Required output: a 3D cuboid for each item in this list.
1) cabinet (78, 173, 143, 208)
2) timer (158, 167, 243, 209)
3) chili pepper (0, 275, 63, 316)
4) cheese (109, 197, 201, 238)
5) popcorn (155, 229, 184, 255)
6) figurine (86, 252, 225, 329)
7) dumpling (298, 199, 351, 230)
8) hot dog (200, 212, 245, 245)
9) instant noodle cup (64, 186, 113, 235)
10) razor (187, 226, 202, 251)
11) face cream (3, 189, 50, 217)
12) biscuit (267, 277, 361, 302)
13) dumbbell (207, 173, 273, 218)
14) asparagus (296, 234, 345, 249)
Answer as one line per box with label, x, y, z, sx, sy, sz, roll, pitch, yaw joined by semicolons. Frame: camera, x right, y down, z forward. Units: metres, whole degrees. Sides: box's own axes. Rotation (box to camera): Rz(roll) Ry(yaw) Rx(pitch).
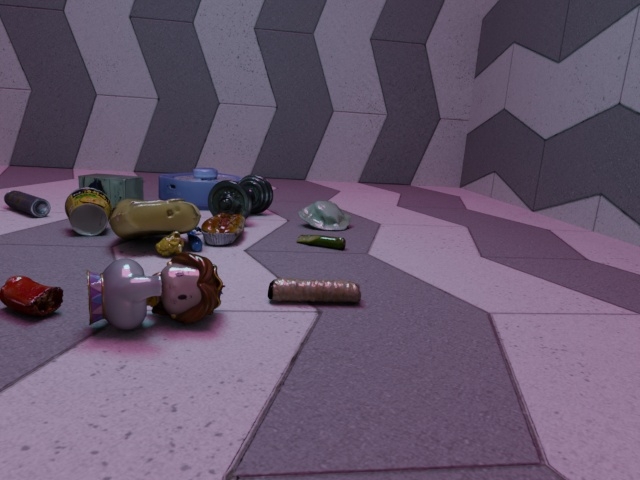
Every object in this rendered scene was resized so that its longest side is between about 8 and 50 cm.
cabinet;-0.863;-0.193;1.959;0.206;0.145;0.150;5;14;6
timer;-0.533;-0.253;2.242;0.395;0.173;0.395;4;13;-1
chili pepper;-0.583;0.111;0.954;0.123;0.073;0.070;13;-26;25
cheese;-0.535;-0.064;1.500;0.260;0.128;0.316;4;-2;-33
popcorn;-0.433;0.021;1.399;0.084;0.084;0.084;4;14;-1
figurine;-0.312;0.098;0.933;0.263;0.142;0.189;-3;-8;-28
dumpling;0.023;-0.106;1.919;0.219;0.108;0.152;-3;15;-15
hot dog;-0.335;-0.044;1.641;0.144;0.075;0.268;6;16;-3
instant noodle cup;-0.773;-0.088;1.585;0.151;0.151;0.122;-2;26;-23
razor;-0.415;-0.012;1.563;0.082;0.042;0.253;38;0;-25
face cream;-1.145;-0.147;1.841;0.284;0.073;0.073;14;17;36
biscuit;-0.013;0.115;1.107;0.219;0.055;0.061;4;33;-7
dumbbell;-0.320;-0.174;1.960;0.179;0.179;0.406;6;13;10
asparagus;0.000;0.000;1.621;0.178;0.041;0.045;8;6;19
